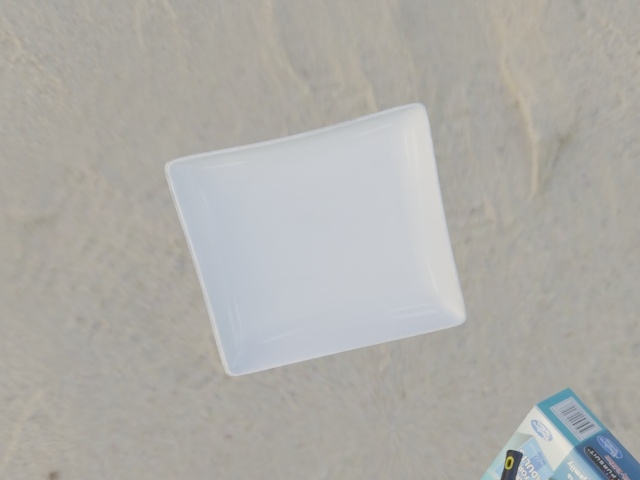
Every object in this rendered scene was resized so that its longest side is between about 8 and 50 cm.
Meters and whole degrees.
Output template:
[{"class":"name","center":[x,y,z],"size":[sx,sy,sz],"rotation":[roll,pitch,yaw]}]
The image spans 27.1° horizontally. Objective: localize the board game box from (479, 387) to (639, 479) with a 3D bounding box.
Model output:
[{"class":"board game box","center":[0.304,0.395,1.707],"size":[0.079,0.336,0.254],"rotation":[-17,56,-42]}]

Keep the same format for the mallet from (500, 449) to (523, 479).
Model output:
[{"class":"mallet","center":[0.169,0.308,1.375],"size":[0.062,0.039,0.190],"rotation":[-5,62,36]}]

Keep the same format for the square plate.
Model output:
[{"class":"square plate","center":[0.000,0.000,1.788],"size":[0.347,0.049,0.344],"rotation":[-13,118,1]}]
